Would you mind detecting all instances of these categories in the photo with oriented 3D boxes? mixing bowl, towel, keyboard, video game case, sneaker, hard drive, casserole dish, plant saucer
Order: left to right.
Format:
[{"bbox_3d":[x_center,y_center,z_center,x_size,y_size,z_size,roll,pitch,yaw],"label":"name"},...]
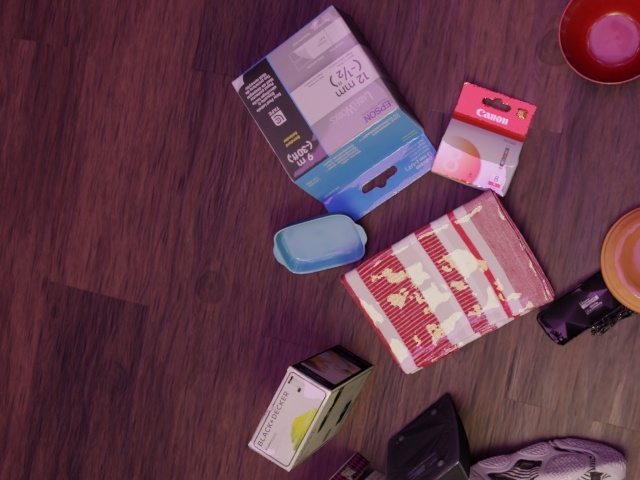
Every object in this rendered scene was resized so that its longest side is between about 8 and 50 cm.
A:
[{"bbox_3d":[-0.004,0.512,1.827,0.042,0.232,0.210,37,101,12],"label":"video game case"},{"bbox_3d":[0.000,0.000,1.894,0.188,0.037,0.114,-14,121,19],"label":"casserole dish"},{"bbox_3d":[0.193,0.390,1.759,0.172,0.255,0.054,-42,101,14],"label":"hard drive"},{"bbox_3d":[0.233,0.083,1.806,0.329,0.037,0.237,-30,100,16],"label":"towel"},{"bbox_3d":[0.376,0.493,1.761,0.365,0.137,0.210,-14,106,0],"label":"sneaker"},{"bbox_3d":[0.492,0.123,1.766,0.192,0.038,0.100,-35,74,6],"label":"keyboard"},{"bbox_3d":[0.511,-0.356,1.711,0.181,0.098,0.182,0,91,18],"label":"mixing bowl"},{"bbox_3d":[0.592,0.033,1.713,0.199,0.037,0.200,-1,84,14],"label":"plant saucer"}]

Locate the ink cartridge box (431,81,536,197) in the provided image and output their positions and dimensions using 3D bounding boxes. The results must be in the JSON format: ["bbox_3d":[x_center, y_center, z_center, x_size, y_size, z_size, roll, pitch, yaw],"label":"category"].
[{"bbox_3d":[0.300,-0.185,1.802,0.145,0.045,0.179,20,98,8],"label":"ink cartridge box"}]

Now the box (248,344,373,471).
[{"bbox_3d":[-0.011,0.299,1.793,0.087,0.290,0.169,30,99,15],"label":"box"}]

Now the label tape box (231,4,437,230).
[{"bbox_3d":[0.030,-0.227,1.861,0.249,0.115,0.348,-34,80,16],"label":"label tape box"}]

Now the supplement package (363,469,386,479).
[{"bbox_3d":[0.093,0.565,1.780,0.145,0.262,0.204,24,98,16],"label":"supplement package"}]
